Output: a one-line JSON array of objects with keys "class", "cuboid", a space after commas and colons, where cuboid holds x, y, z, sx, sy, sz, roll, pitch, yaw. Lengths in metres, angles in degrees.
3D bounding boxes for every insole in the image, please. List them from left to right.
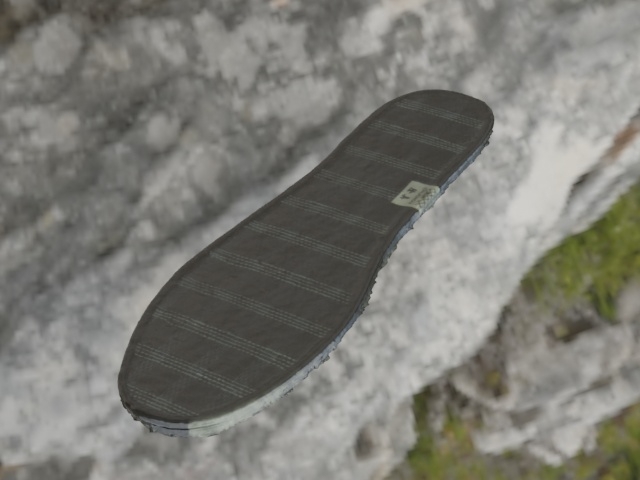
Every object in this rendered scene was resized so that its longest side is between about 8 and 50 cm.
[{"class": "insole", "cuboid": [0.000, 0.000, 0.804, 0.110, 0.309, 0.012, 16, 132, 32]}]
